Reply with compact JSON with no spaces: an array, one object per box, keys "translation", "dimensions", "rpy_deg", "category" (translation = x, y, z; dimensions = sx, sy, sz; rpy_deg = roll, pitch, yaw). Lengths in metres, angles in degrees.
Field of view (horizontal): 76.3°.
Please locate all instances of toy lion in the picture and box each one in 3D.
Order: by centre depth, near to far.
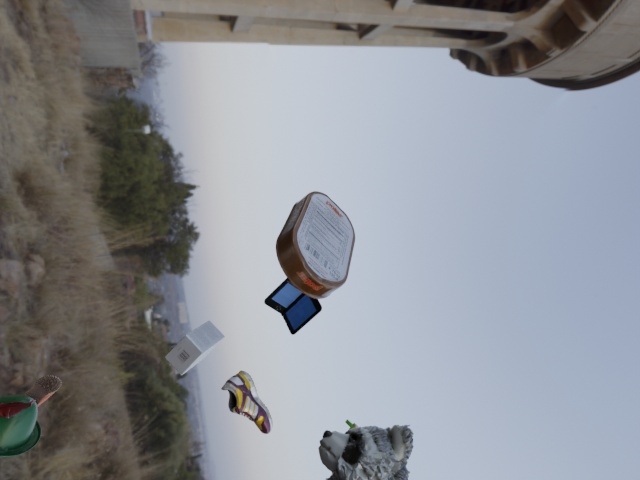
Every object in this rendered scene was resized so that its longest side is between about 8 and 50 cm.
[{"translation":[0.127,0.720,1.572],"dimensions":[0.100,0.034,0.096],"rpy_deg":[50,-15,-29],"category":"toy lion"}]

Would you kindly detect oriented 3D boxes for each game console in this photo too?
[{"translation":[-0.087,0.199,1.261],"dimensions":[0.144,0.124,0.085],"rpy_deg":[-44,-154,19],"category":"game console"}]

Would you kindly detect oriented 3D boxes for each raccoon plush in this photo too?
[{"translation":[0.115,0.552,0.707],"dimensions":[0.216,0.299,0.446],"rpy_deg":[-32,-93,53],"category":"raccoon plush"}]

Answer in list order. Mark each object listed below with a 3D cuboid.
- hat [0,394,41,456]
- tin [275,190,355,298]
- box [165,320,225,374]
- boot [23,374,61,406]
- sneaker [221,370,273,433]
[{"translation":[-0.677,0.359,0.924],"dimensions":[0.208,0.184,0.173],"rpy_deg":[33,0,22],"category":"hat"},{"translation":[0.000,0.000,0.571],"dimensions":[0.040,0.106,0.190],"rpy_deg":[-33,-158,29],"category":"tin"},{"translation":[-0.456,0.389,1.493],"dimensions":[0.091,0.130,0.170],"rpy_deg":[45,13,5],"category":"box"},{"translation":[-0.814,0.450,1.163],"dimensions":[0.085,0.059,0.158],"rpy_deg":[-49,-175,12],"category":"boot"},{"translation":[-0.199,0.446,1.084],"dimensions":[0.069,0.084,0.185],"rpy_deg":[-24,-87,48],"category":"sneaker"}]
